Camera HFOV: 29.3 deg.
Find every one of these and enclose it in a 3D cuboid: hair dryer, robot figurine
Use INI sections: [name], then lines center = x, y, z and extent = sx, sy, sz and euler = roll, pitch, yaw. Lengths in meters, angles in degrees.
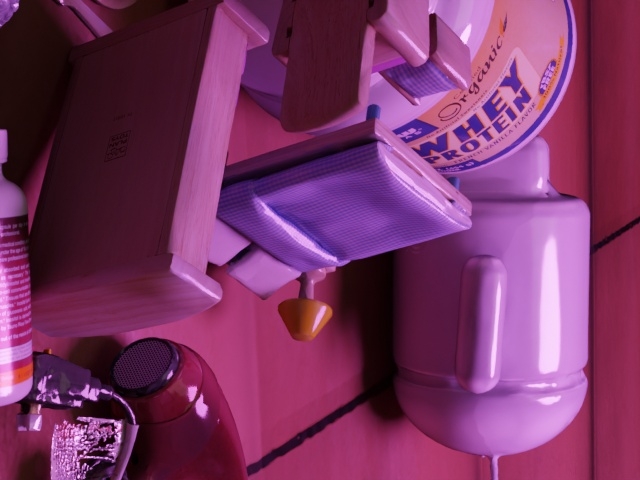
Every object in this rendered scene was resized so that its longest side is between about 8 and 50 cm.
[hair dryer]
center = -0.143, 0.175, 0.850
extent = 0.293, 0.080, 0.223
euler = 10, 98, -55
[robot figurine]
center = 0.174, 0.067, 1.257
extent = 0.300, 0.200, 0.353
euler = -18, 108, -75

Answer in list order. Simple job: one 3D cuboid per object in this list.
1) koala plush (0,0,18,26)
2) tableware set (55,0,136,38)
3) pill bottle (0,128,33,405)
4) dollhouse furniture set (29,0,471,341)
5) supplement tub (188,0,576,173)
[koala plush]
center = -0.207, -0.214, 0.569
extent = 0.203, 0.196, 0.221
euler = 52, 47, -66
[tableware set]
center = -0.155, -0.227, 0.797
extent = 0.194, 0.039, 0.128
euler = 46, 53, -53
[pill bottle]
center = -0.205, 0.014, 0.679
extent = 0.086, 0.086, 0.152
euler = -10, 102, -61
[dollhouse furniture set]
center = 0.000, 0.000, 0.816
extent = 0.303, 0.286, 0.198
euler = 38, 50, -44
[supplement tub]
center = 0.058, -0.183, 0.994
extent = 0.316, 0.228, 0.228
euler = 9, 84, -61
